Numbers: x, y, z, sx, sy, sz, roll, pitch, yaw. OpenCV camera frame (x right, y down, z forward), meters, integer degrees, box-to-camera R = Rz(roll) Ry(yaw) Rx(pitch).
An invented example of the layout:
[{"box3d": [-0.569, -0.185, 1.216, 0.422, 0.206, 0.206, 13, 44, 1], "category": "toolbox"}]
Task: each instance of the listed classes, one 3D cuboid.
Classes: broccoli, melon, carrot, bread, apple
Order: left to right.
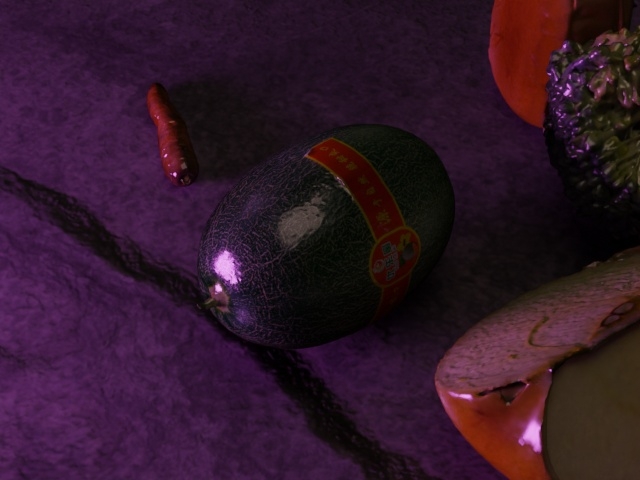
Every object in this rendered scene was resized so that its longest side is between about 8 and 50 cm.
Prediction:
[{"box3d": [-0.152, -0.112, 2.018, 0.036, 0.035, 0.165, -9, 44, -10], "category": "carrot"}, {"box3d": [0.000, 0.000, 1.805, 0.288, 0.182, 0.182, -33, 54, -31], "category": "melon"}, {"box3d": [0.237, -0.227, 1.995, 0.107, 0.241, 0.136, -16, 48, -19], "category": "bread"}, {"box3d": [0.266, 0.104, 1.713, 0.346, 0.179, 0.254, -27, 64, -26], "category": "apple"}, {"box3d": [0.338, -0.102, 1.887, 0.243, 0.263, 0.247, -25, 66, 12], "category": "broccoli"}]
